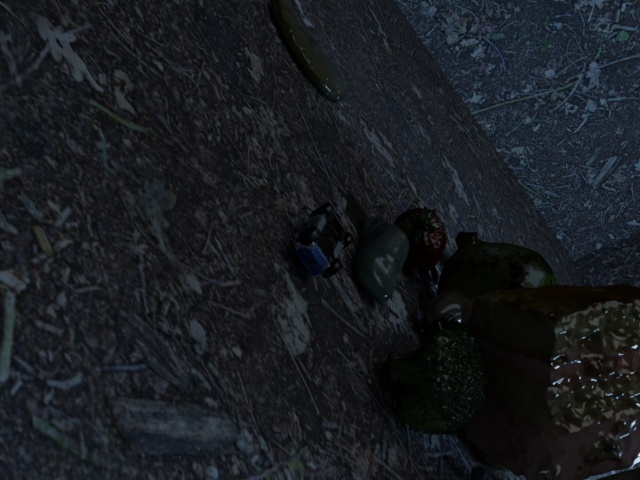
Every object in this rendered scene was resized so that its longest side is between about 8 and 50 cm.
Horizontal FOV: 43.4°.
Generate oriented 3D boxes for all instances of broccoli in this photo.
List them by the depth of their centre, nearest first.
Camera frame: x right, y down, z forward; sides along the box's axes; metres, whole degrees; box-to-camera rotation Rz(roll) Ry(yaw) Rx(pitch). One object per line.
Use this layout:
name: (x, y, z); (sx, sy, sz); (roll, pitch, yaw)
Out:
broccoli: (0.203, 0.231, 1.382); (0.176, 0.198, 0.226); (11, 12, -21)

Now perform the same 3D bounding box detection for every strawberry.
strawberry: (0.222, 0.004, 1.761); (0.148, 0.131, 0.131); (45, 26, -43)

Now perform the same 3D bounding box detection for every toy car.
toy car: (0.000, 0.000, 1.334); (0.080, 0.070, 0.171); (55, 24, -14)

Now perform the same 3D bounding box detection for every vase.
vase: (0.344, 0.493, 1.522); (0.211, 0.059, 0.060); (48, 25, -28)

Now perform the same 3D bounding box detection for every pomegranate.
pomegranate: (0.342, 0.145, 1.729); (0.340, 0.285, 0.285); (-13, 72, -34)

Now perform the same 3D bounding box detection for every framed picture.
framed picture: (0.075, -0.054, 1.657); (0.066, 0.006, 0.089); (53, 23, -20)

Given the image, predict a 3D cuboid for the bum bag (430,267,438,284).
bum bag: (0.245, 0.023, 1.888); (0.109, 0.026, 0.160); (62, 13, -70)

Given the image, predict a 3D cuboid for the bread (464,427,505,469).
bread: (0.355, 0.361, 1.652); (0.213, 0.104, 0.213); (50, 21, -27)

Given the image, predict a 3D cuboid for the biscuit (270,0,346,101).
biscuit: (-0.023, -0.420, 1.841); (0.290, 0.038, 0.141); (49, 25, -29)

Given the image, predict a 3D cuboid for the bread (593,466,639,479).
bread: (0.442, 0.499, 1.356); (0.187, 0.338, 0.155); (21, 44, -55)

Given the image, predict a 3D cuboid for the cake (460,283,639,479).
cake: (0.435, 0.239, 1.456); (0.293, 0.314, 0.307); (-166, -106, -66)

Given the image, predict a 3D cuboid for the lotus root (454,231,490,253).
lotus root: (0.423, 0.105, 2.064); (0.160, 0.146, 0.284); (-104, 169, -88)

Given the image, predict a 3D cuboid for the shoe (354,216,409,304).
shoe: (0.130, 0.024, 1.559); (0.103, 0.100, 0.251); (54, 21, -24)
